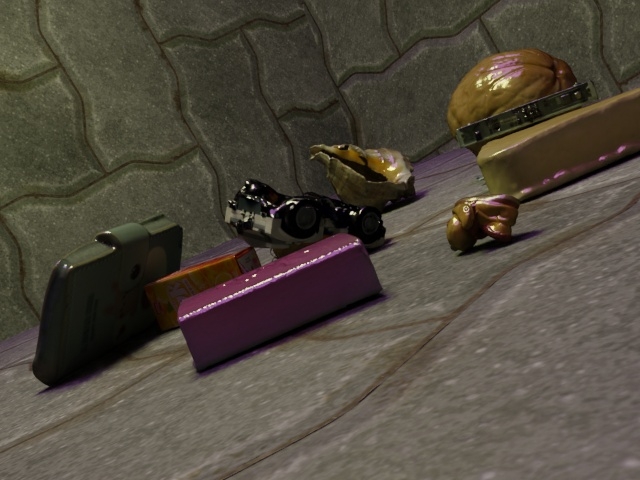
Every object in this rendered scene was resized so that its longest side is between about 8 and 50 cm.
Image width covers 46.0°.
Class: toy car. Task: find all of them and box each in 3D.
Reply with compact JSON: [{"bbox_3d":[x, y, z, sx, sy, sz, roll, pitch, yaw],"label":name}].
[{"bbox_3d":[-0.014,-0.032,1.384,0.301,0.118,0.193,8,4,-40],"label":"toy car"}]

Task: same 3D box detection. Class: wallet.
[{"bbox_3d":[-0.378,0.091,1.382,0.083,0.252,0.360,19,20,17],"label":"wallet"}]

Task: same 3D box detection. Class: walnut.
[{"bbox_3d":[0.461,-0.311,1.804,0.277,0.251,0.313,-6,-22,-28],"label":"walnut"}]

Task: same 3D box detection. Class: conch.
[{"bbox_3d":[0.123,-0.159,2.044,0.324,0.186,0.263,3,11,-17],"label":"conch"}]

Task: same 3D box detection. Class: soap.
[{"bbox_3d":[-0.062,0.075,1.017,0.259,0.081,0.181,-22,6,-5],"label":"soap"}]

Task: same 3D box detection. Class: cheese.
[{"bbox_3d":[0.416,-0.162,1.363,0.384,0.104,0.384,-22,6,2],"label":"cheese"}]

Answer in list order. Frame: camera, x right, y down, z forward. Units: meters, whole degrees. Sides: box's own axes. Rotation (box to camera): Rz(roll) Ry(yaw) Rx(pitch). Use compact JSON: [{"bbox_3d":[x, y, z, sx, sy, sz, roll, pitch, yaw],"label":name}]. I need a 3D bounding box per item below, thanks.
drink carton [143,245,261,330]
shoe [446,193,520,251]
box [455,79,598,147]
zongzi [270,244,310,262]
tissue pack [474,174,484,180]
[{"bbox_3d":[-0.207,0.089,1.368,0.223,0.096,0.071,-18,7,29],"label":"drink carton"},{"bbox_3d":[0.211,-0.024,1.000,0.109,0.069,0.072,-5,-23,32],"label":"shoe"},{"bbox_3d":[0.410,-0.252,1.504,0.270,0.045,0.211,-19,3,21],"label":"box"},{"bbox_3d":[0.000,0.000,1.585,0.187,0.084,0.184,-32,19,-24],"label":"zongzi"},{"bbox_3d":[0.455,-0.171,1.703,0.123,0.026,0.193,-26,7,-41],"label":"tissue pack"}]
